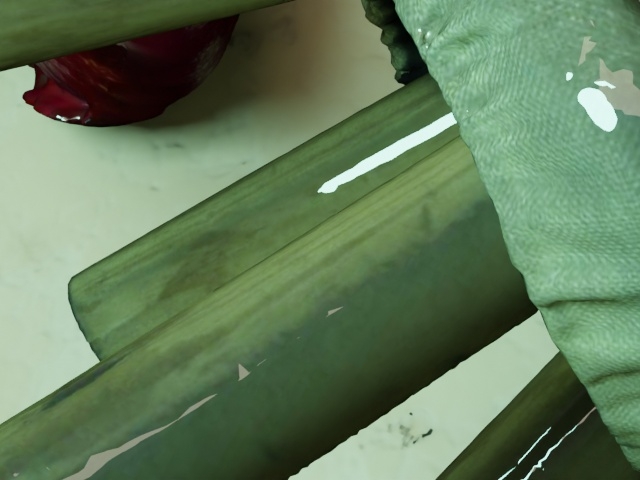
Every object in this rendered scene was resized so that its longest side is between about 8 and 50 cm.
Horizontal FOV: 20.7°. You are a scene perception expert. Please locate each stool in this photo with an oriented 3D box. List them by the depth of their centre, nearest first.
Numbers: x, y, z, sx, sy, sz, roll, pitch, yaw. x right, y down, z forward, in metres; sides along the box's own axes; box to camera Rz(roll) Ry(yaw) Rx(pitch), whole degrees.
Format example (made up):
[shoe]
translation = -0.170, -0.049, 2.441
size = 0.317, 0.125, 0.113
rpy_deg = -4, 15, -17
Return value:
[stool]
translation = 0.000, 0.000, 0.609
size = 0.226, 0.310, 0.310
rpy_deg = -30, 53, 0

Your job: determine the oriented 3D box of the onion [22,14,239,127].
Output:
[onion]
translation = -0.111, -0.194, 0.793
size = 0.195, 0.272, 0.272
rpy_deg = -37, 55, -15
